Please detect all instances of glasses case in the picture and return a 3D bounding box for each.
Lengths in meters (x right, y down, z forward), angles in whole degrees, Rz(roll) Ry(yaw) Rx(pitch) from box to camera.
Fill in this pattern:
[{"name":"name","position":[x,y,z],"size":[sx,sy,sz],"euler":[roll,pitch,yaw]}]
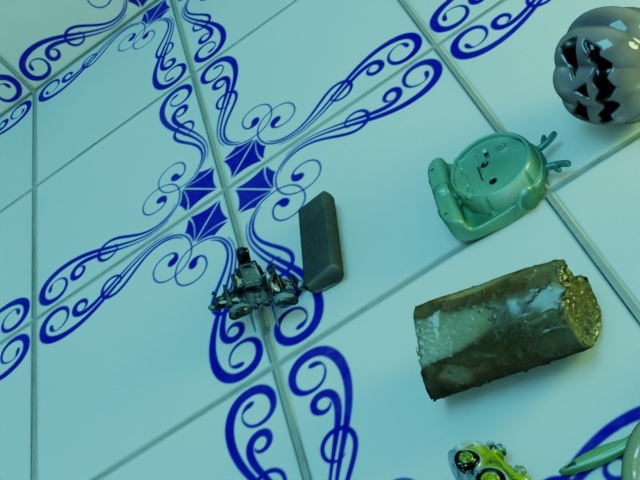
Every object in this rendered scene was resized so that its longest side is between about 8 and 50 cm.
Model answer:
[{"name":"glasses case","position":[0.000,0.001,1.550],"size":[0.072,0.042,0.191],"euler":[-31,39,23]}]

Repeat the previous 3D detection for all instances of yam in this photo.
[{"name":"yam","position":[0.236,0.114,1.189],"size":[0.238,0.129,0.128],"euler":[-20,8,23]}]

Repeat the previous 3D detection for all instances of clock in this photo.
[{"name":"clock","position":[0.274,-0.101,1.402],"size":[0.210,0.066,0.159],"euler":[-28,41,15]}]

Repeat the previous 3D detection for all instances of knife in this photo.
[{"name":"knife","position":[0.370,0.226,1.058],"size":[0.207,0.014,0.030],"euler":[-28,41,14]}]

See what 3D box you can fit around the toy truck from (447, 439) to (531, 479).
[{"name":"toy truck","position":[0.206,0.282,1.100],"size":[0.076,0.076,0.111],"euler":[-25,38,-19]}]

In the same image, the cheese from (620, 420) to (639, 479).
[{"name":"cheese","position":[0.402,0.208,0.990],"size":[0.137,0.064,0.228],"euler":[-3,60,38]}]

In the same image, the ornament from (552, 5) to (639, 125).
[{"name":"ornament","position":[0.423,-0.255,1.340],"size":[0.177,0.177,0.178],"euler":[-22,42,22]}]

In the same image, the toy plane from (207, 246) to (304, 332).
[{"name":"toy plane","position":[-0.118,0.062,1.562],"size":[0.169,0.078,0.246],"euler":[-14,35,-9]}]
